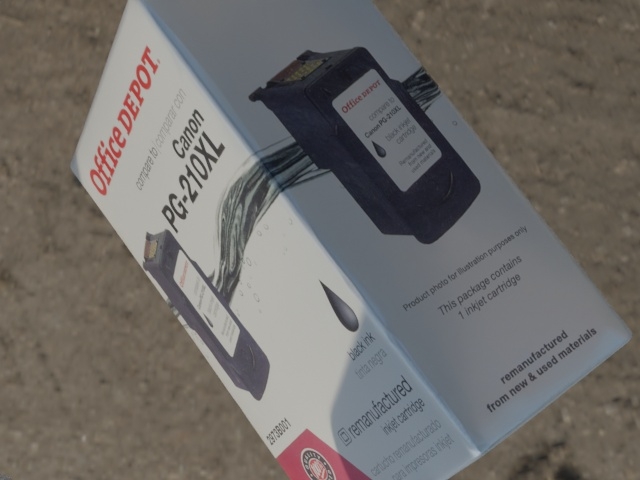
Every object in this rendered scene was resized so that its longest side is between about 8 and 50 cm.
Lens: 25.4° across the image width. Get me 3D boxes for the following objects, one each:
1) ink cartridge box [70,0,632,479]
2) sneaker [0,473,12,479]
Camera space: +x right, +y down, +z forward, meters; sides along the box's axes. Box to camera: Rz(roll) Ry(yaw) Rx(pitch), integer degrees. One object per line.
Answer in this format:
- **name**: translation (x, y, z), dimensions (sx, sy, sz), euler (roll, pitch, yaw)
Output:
- **ink cartridge box**: translation (0.000, 0.000, 0.647), dimensions (0.237, 0.100, 0.172), euler (53, 151, 9)
- **sneaker**: translation (-0.239, 0.263, 0.709), dimensions (0.182, 0.127, 0.316), euler (1, 99, 7)
